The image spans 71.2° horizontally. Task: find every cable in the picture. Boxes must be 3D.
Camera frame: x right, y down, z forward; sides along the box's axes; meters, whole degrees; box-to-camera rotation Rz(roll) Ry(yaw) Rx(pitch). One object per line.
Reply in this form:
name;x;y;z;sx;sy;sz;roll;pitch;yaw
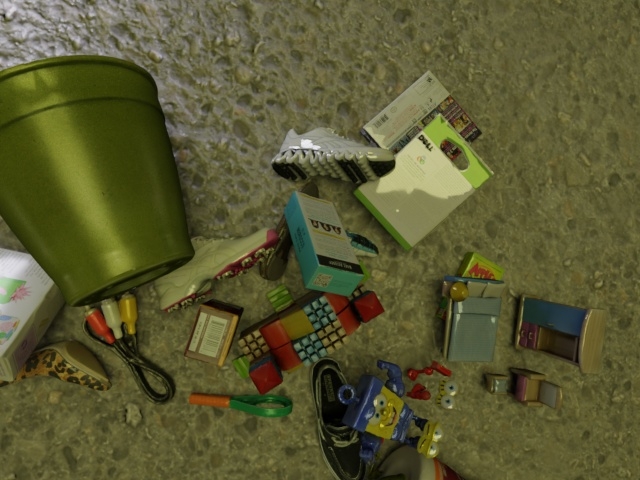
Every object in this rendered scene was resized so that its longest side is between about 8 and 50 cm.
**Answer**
cable;-0.427;0.241;0.970;0.139;0.072;0.288;-22;90;-3

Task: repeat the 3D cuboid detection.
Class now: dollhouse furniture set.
dollhouse furniture set;0.416;0.238;0.984;0.302;0.198;0.287;7;90;-18

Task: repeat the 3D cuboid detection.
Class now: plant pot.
plant pot;-0.414;-0.080;0.838;0.366;0.366;0.353;-25;89;-9

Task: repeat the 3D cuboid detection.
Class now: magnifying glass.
magnifying glass;-0.176;0.362;0.997;0.230;0.092;0.026;3;89;3

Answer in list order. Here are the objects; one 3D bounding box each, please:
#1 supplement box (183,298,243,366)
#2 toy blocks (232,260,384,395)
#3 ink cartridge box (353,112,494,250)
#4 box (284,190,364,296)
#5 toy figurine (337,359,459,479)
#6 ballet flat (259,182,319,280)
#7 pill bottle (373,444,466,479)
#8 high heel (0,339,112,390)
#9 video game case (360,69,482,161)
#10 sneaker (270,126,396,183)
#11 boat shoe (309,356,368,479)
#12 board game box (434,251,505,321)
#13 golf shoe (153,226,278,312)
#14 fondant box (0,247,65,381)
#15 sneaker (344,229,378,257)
supplement box;-0.220;0.188;0.942;0.080;0.188;0.104;18;84;-5
toy blocks;-0.023;0.177;0.934;0.381;0.261;0.191;-30;91;-9
ink cartridge box;0.232;-0.131;1.030;0.255;0.097;0.189;-43;93;12
box;0.000;0.000;0.906;0.100;0.244;0.060;15;123;-26
toy figurine;0.102;0.379;0.923;0.217;0.191;0.363;34;71;-17
ballet flat;-0.078;-0.025;1.042;0.084;0.058;0.250;32;81;-49
pill bottle;0.302;0.651;0.968;0.392;0.224;0.224;38;82;-4
high heel;-0.587;0.294;0.941;0.261;0.093;0.186;33;88;-1
video game case;0.251;-0.269;1.109;0.232;0.042;0.210;-43;93;-8
sneaker;0.029;-0.200;0.998;0.291;0.110;0.119;7;69;25
boat shoe;0.046;0.417;1.007;0.108;0.102;0.302;-11;88;-8
board game box;0.367;0.129;1.099;0.092;0.043;0.182;30;83;-5
golf shoe;-0.239;0.035;0.971;0.306;0.115;0.140;-30;79;5
fondant box;-0.703;0.116;0.860;0.329;0.096;0.239;13;40;-6
sneaker;0.044;0.017;1.060;0.190;0.071;0.083;16;111;-10
